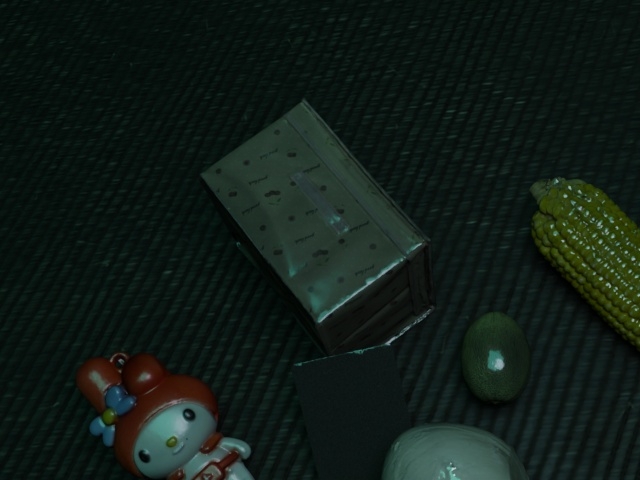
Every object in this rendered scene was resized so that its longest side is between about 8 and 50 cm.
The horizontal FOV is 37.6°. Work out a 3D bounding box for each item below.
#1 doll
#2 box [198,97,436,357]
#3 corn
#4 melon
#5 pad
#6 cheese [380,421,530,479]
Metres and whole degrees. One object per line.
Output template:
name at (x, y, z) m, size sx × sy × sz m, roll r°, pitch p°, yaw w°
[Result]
doll at (-0.215, 0.257, 1.299) m, size 0.161 × 0.130 × 0.290 m, roll -44°, pitch 80°, yaw -5°
box at (0.000, 0.000, 1.330) m, size 0.190 × 0.225 × 0.297 m, roll -34°, pitch 63°, yaw -8°
corn at (0.412, 0.046, 1.293) m, size 0.130 × 0.130 × 0.347 m, roll -35°, pitch 68°, yaw -7°
melon at (0.239, 0.161, 1.283) m, size 0.098 × 0.098 × 0.131 m, roll 3°, pitch 61°, yaw 11°
pad at (0.052, 0.254, 1.266) m, size 0.142 × 0.003 × 0.212 m, roll -13°, pitch 93°, yaw 4°
cheese at (0.168, 0.307, 1.170) m, size 0.188 × 0.198 × 0.155 m, roll 11°, pitch 97°, yaw 17°
